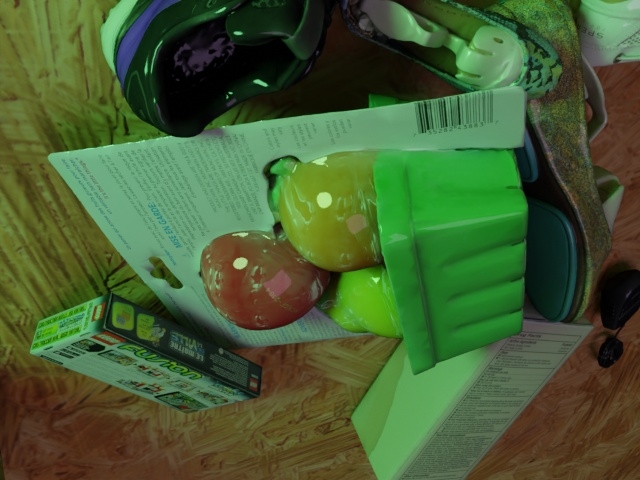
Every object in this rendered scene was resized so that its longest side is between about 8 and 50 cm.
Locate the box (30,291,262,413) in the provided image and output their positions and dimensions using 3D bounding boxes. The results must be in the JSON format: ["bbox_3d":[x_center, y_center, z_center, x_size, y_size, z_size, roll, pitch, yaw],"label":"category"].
[{"bbox_3d":[-0.168,0.122,0.679,0.114,0.036,0.207,-20,141,31],"label":"box"}]

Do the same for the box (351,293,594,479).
[{"bbox_3d":[0.181,0.174,0.857,0.147,0.121,0.311,10,123,-31],"label":"box"}]

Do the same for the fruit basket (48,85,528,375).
[{"bbox_3d":[0.000,0.000,0.600,0.352,0.166,0.327,-3,144,14],"label":"fruit basket"}]

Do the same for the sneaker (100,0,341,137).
[{"bbox_3d":[-0.019,-0.174,0.448,0.293,0.146,0.102,-41,133,13],"label":"sneaker"}]

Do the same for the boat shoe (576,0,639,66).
[{"bbox_3d":[0.364,-0.204,0.640,0.276,0.098,0.096,-2,130,-11],"label":"boat shoe"}]

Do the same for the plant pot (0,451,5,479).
[{"bbox_3d":[-0.408,0.237,0.572,0.212,0.236,0.236,-28,134,-10],"label":"plant pot"}]

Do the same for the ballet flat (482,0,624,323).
[{"bbox_3d":[0.230,-0.069,0.645,0.123,0.123,0.349,-27,118,-1],"label":"ballet flat"}]

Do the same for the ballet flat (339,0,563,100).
[{"bbox_3d":[0.096,-0.152,0.515,0.188,0.070,0.070,23,122,3],"label":"ballet flat"}]

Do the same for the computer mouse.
[{"bbox_3d":[0.436,0.119,0.994,0.071,0.041,0.242,-35,142,-17],"label":"computer mouse"}]
